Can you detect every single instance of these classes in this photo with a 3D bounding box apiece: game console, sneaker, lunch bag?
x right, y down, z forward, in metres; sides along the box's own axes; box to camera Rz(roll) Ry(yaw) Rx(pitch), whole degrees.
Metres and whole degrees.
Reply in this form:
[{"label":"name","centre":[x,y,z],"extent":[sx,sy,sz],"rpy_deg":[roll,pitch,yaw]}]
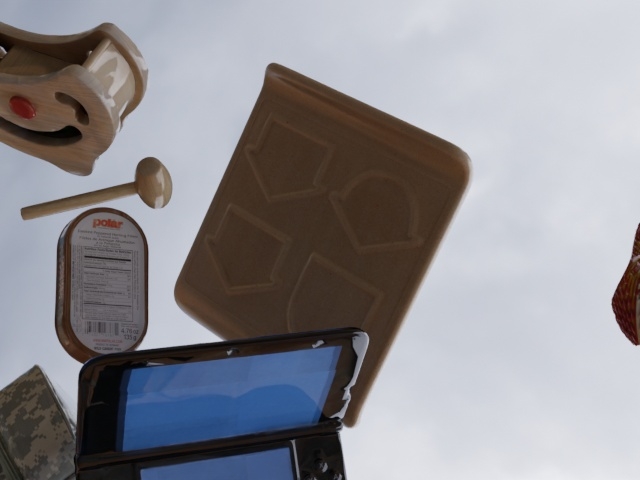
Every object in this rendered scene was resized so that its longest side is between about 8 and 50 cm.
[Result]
[{"label":"game console","centre":[-0.091,0.236,1.013],"extent":[0.173,0.293,0.250],"rpy_deg":[140,-56,-67]},{"label":"sneaker","centre":[0.256,0.014,0.707],"extent":[0.067,0.175,0.064],"rpy_deg":[-21,-115,-12]},{"label":"lunch bag","centre":[-0.391,0.352,1.343],"extent":[0.256,0.305,0.212],"rpy_deg":[-38,-133,-11]}]

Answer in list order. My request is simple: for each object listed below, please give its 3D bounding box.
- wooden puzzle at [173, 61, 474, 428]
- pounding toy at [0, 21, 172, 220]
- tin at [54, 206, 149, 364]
[{"label":"wooden puzzle","centre":[0.000,0.000,1.208],"extent":[0.322,0.080,0.348],"rpy_deg":[30,-76,34]},{"label":"pounding toy","centre":[-0.268,-0.123,0.976],"extent":[0.154,0.269,0.155],"rpy_deg":[107,7,-54]},{"label":"tin","centre":[-0.253,0.052,1.178],"extent":[0.040,0.106,0.190],"rpy_deg":[-26,-118,52]}]
